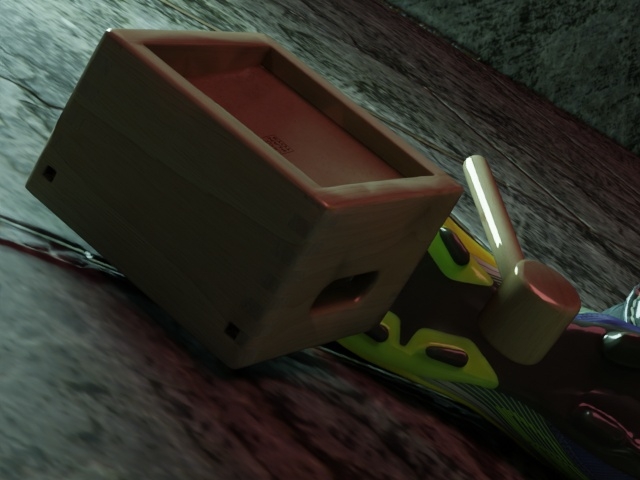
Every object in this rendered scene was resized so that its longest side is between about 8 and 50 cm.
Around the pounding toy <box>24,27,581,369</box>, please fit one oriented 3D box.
[{"bbox_3d":[0.009,0.003,0.774,0.206,0.094,0.181,39,22,20],"label":"pounding toy"}]

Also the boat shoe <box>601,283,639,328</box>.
[{"bbox_3d":[0.320,0.115,1.215,0.302,0.091,0.114,37,54,-17],"label":"boat shoe"}]

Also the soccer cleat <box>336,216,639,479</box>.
[{"bbox_3d":[0.069,0.047,0.893,0.289,0.093,0.121,30,-19,-1],"label":"soccer cleat"}]
